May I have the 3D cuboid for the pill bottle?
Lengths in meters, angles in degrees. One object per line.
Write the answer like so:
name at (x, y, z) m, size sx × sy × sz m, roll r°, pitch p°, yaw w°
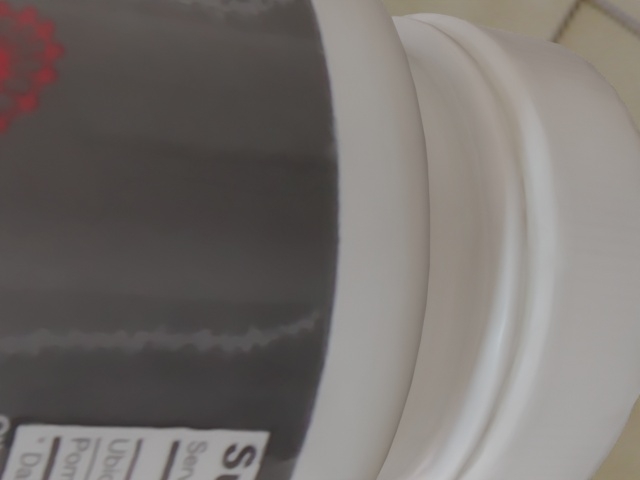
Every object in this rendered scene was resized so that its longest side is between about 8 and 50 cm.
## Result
pill bottle at (-0.087, -0.001, 0.396) m, size 0.176 × 0.318 × 0.176 m, roll -14°, pitch 73°, yaw 57°
